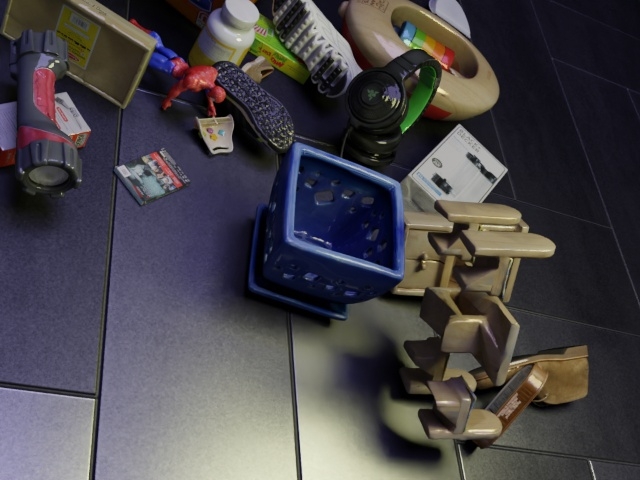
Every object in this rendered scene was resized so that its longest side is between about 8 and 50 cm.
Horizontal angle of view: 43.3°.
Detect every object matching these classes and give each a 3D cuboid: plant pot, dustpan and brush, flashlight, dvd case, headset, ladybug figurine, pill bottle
[{"bbox_3d":[0.000,0.000,1.465,0.236,0.212,0.235,19,48,-21],"label":"plant pot"},{"bbox_3d":[0.364,-0.680,2.347,0.147,0.060,0.211,25,52,-31],"label":"dustpan and brush"},{"bbox_3d":[-0.451,-0.218,1.335,0.103,0.103,0.303,32,39,-49],"label":"flashlight"},{"bbox_3d":[-0.309,-0.119,1.489,0.087,0.013,0.119,50,44,9],"label":"dvd case"},{"bbox_3d":[0.094,-0.273,1.742,0.185,0.243,0.394,41,66,19],"label":"headset"},{"bbox_3d":[0.228,-0.441,1.989,0.450,0.162,0.305,32,45,-10],"label":"ladybug figurine"},{"bbox_3d":[-0.198,-0.411,1.664,0.103,0.184,0.103,18,49,-23],"label":"pill bottle"}]

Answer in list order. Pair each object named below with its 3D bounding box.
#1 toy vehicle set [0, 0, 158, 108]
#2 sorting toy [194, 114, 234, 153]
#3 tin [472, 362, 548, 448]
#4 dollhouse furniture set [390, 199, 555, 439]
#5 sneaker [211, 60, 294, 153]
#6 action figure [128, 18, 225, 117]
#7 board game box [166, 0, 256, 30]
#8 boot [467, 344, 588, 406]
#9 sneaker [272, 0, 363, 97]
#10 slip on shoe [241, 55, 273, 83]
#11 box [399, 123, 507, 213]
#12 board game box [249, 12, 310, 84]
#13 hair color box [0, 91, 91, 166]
[{"bbox_3d":[-0.446,-0.374,1.481,0.267,0.166,0.035,32,46,-11],"label":"toy vehicle set"},{"bbox_3d":[-0.209,-0.207,1.607,0.083,0.045,0.075,-11,72,-39],"label":"sorting toy"},{"bbox_3d":[0.347,0.305,1.500,0.040,0.189,0.106,41,0,8],"label":"tin"},{"bbox_3d":[0.296,0.101,1.468,0.257,0.361,0.394,3,24,-13],"label":"dollhouse furniture set"},{"bbox_3d":[-0.146,-0.268,1.651,0.084,0.097,0.234,-40,90,-27],"label":"sneaker"},{"bbox_3d":[-0.299,-0.319,1.608,0.280,0.139,0.091,32,44,23],"label":"action figure"},{"bbox_3d":[-0.219,-0.729,1.708,0.357,0.356,0.356,39,64,-3],"label":"board game box"},{"bbox_3d":[0.428,0.283,1.623,0.306,0.112,0.115,-3,83,-29],"label":"boot"},{"bbox_3d":[-0.006,-0.456,1.831,0.118,0.110,0.292,-24,81,-50],"label":"sneaker"},{"bbox_3d":[-0.147,-0.360,1.758,0.041,0.051,0.135,38,37,0],"label":"slip on shoe"},{"bbox_3d":[0.296,-0.134,1.855,0.169,0.087,0.290,45,44,3],"label":"box"},{"bbox_3d":[-0.096,-0.445,1.858,0.181,0.043,0.092,30,46,-12],"label":"board game box"},{"bbox_3d":[-0.496,-0.193,1.392,0.167,0.053,0.093,-23,72,-41],"label":"hair color box"}]
